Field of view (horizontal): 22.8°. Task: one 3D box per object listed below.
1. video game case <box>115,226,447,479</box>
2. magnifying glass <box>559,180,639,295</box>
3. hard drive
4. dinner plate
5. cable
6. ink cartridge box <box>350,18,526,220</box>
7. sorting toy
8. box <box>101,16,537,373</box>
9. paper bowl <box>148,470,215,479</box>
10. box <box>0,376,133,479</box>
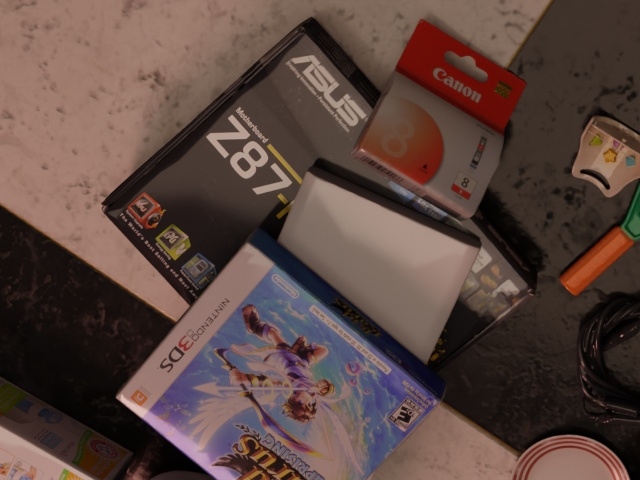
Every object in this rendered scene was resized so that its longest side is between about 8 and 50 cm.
[{"bbox_3d":[-0.044,0.163,1.719,0.269,0.061,0.244,40,111,-3],"label":"video game case"},{"bbox_3d":[0.356,-0.025,1.746,0.092,0.026,0.231,45,107,-2],"label":"magnifying glass"},{"bbox_3d":[0.022,0.097,1.739,0.203,0.040,0.307,24,109,3],"label":"hard drive"},{"bbox_3d":[0.290,0.290,1.844,0.141,0.017,0.141,3,106,11],"label":"dinner plate"},{"bbox_3d":[0.380,0.138,1.776,0.184,0.047,0.150,3,100,13],"label":"cable"},{"bbox_3d":[0.135,-0.132,1.692,0.145,0.045,0.179,30,77,-11],"label":"ink cartridge box"},{"bbox_3d":[0.314,-0.088,1.729,0.083,0.045,0.075,33,116,2],"label":"sorting toy"},{"bbox_3d":[0.000,0.000,1.787,0.318,0.097,0.395,-40,95,16],"label":"box"},{"bbox_3d":[-0.137,0.373,1.815,0.284,0.284,0.148,28,104,3],"label":"paper bowl"},{"bbox_3d":[-0.347,0.268,1.919,0.203,0.114,0.103,29,107,4],"label":"box"}]
